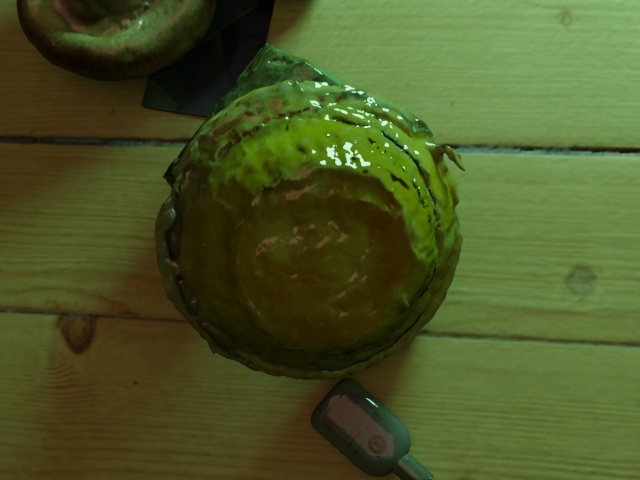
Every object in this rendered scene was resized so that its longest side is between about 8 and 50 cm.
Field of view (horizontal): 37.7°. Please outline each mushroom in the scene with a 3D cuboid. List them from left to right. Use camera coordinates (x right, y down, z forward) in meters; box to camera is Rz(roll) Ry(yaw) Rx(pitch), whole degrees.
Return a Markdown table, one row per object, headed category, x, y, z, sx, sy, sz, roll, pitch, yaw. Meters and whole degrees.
| category | x | y | z | sx | sy | sz | roll | pitch | yaw |
| --- | --- | --- | --- | --- | --- | --- | --- | --- | --- |
| mushroom | -0.284 | -0.347 | 1.306 | 0.278 | 0.146 | 0.278 | -2 | 74 | 6 |

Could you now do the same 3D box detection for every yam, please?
| category | x | y | z | sx | sy | sz | roll | pitch | yaw |
| --- | --- | --- | --- | --- | --- | --- | --- | --- | --- |
| yam | -0.074 | -0.129 | 1.222 | 0.161 | 0.161 | 0.268 | 38 | 89 | 15 |

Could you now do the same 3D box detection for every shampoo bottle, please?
| category | x | y | z | sx | sy | sz | roll | pitch | yaw |
| --- | --- | --- | --- | --- | --- | --- | --- | --- | --- |
| shampoo bottle | 0.069 | 0.252 | 1.176 | 0.165 | 0.040 | 0.080 | 40 | 86 | 16 |

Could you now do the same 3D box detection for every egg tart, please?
| category | x | y | z | sx | sy | sz | roll | pitch | yaw |
| --- | --- | --- | --- | --- | --- | --- | --- | --- | --- |
| egg tart | 0.000 | 0.000 | 1.107 | 0.387 | 0.169 | 0.388 | -3 | 104 | -10 |

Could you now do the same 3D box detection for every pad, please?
| category | x | y | z | sx | sy | sz | roll | pitch | yaw |
| --- | --- | --- | --- | --- | --- | --- | --- | --- | --- |
| pad | -0.156 | -0.294 | 1.346 | 0.163 | 0.004 | 0.243 | 9 | 80 | 11 |
